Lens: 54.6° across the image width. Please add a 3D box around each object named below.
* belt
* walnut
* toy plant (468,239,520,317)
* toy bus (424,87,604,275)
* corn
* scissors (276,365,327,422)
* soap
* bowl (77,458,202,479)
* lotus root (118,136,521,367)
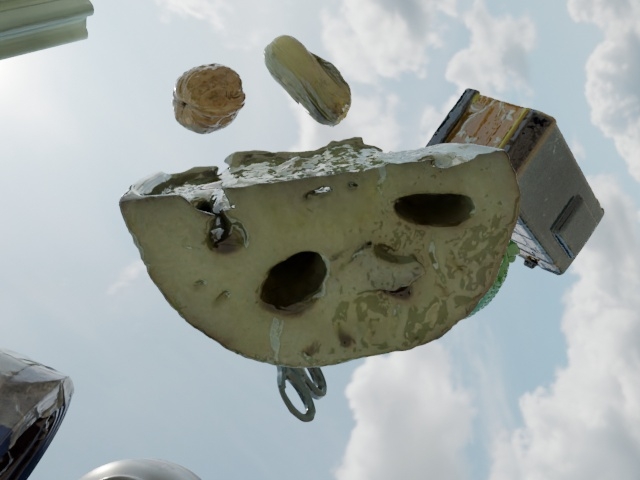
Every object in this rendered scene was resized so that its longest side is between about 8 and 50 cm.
[{"bbox_3d":[-0.484,0.309,0.840,0.117,0.212,0.347,24,-138,3],"label":"belt"},{"bbox_3d":[-0.250,-0.325,1.419,0.184,0.155,0.155,-38,-74,-48],"label":"walnut"},{"bbox_3d":[0.196,0.079,0.920,0.155,0.240,0.088,-20,-113,-45],"label":"toy plant"},{"bbox_3d":[0.328,-0.087,1.038,0.323,0.194,0.161,37,-94,-44],"label":"toy bus"},{"bbox_3d":[-0.033,-0.435,1.693,0.305,0.122,0.123,46,-129,14],"label":"corn"},{"bbox_3d":[-0.080,0.150,0.990,0.289,0.041,0.138,59,-156,-7],"label":"scissors"},{"bbox_3d":[-0.506,-0.357,0.938,0.265,0.087,0.159,-33,-97,-39],"label":"soap"},{"bbox_3d":[-0.341,0.502,1.059,0.157,0.346,0.345,93,-160,-46],"label":"bowl"},{"bbox_3d":[0.000,0.000,0.411,0.119,0.235,0.138,-125,33,-81],"label":"lotus root"}]
